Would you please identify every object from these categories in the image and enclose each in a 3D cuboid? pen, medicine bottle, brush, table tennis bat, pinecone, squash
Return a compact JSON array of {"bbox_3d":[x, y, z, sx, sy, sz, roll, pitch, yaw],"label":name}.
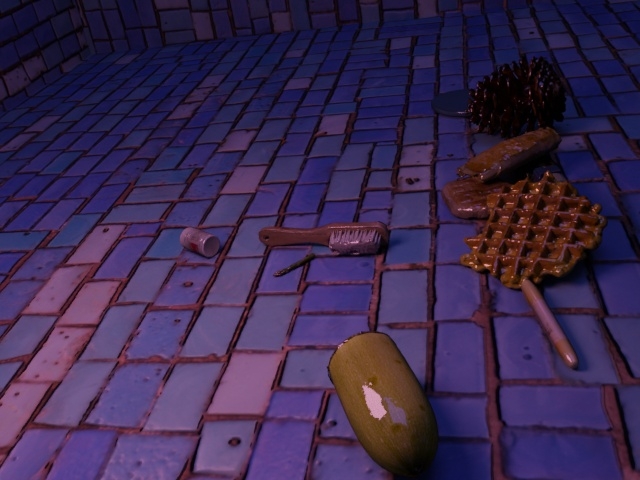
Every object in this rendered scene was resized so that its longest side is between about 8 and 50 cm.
[{"bbox_3d":[0.421,0.153,1.221,0.032,0.040,0.233,-11,35,1],"label":"pen"},{"bbox_3d":[-0.302,0.004,1.648,0.091,0.058,0.058,18,40,38],"label":"medicine bottle"},{"bbox_3d":[0.000,0.000,1.570,0.327,0.070,0.065,0,43,19],"label":"brush"},{"bbox_3d":[0.524,-0.458,2.192,0.329,0.044,0.215,13,37,37],"label":"table tennis bat"},{"bbox_3d":[0.564,-0.409,1.920,0.292,0.246,0.246,-6,28,33],"label":"pinecone"},{"bbox_3d":[0.107,0.262,1.033,0.132,0.133,0.247,-16,31,-11],"label":"squash"}]

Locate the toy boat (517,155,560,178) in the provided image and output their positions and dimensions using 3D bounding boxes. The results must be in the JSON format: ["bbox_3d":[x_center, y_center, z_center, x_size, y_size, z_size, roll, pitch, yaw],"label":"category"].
[{"bbox_3d":[0.563,-0.217,1.770,0.104,0.052,0.210,-12,32,2],"label":"toy boat"}]

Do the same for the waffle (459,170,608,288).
[{"bbox_3d":[0.449,-0.026,1.415,0.300,0.058,0.281,-42,43,-14],"label":"waffle"}]

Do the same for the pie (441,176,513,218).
[{"bbox_3d":[0.401,-0.113,1.651,0.195,0.046,0.195,-9,31,5],"label":"pie"}]

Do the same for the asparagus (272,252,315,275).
[{"bbox_3d":[-0.061,0.058,1.533,0.114,0.014,0.015,-27,1,-27],"label":"asparagus"}]

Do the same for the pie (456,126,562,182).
[{"bbox_3d":[0.485,-0.221,1.700,0.282,0.068,0.128,-27,27,-13],"label":"pie"}]

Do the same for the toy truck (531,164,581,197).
[{"bbox_3d":[0.557,-0.108,1.557,0.074,0.088,0.202,-10,31,3],"label":"toy truck"}]
